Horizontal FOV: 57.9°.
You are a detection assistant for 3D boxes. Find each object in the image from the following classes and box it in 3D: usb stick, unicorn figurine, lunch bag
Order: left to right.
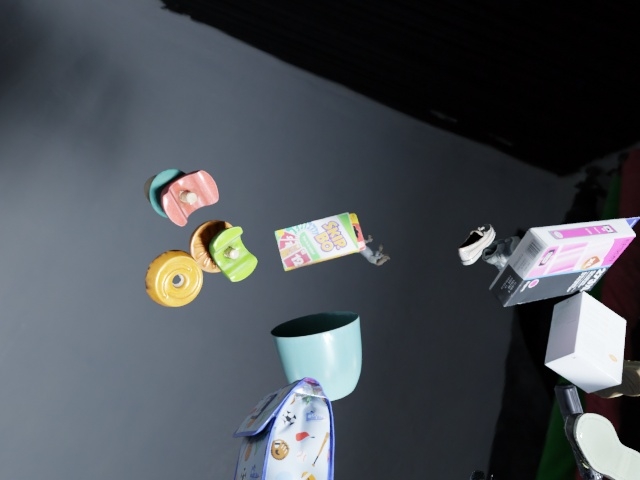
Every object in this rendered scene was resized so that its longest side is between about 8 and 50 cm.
[{"bbox_3d":[-0.108,0.585,1.587,0.328,0.239,0.385,137,-34,-60],"label":"lunch bag"},{"bbox_3d":[0.152,0.026,1.948,0.060,0.162,0.111,-32,169,-34],"label":"unicorn figurine"},{"bbox_3d":[0.738,0.547,1.657,0.077,0.045,0.278,141,-64,-70],"label":"usb stick"}]

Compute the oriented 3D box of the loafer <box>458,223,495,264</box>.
[{"bbox_3d":[0.318,-0.001,1.179,0.045,0.039,0.125,-7,-150,47],"label":"loafer"}]

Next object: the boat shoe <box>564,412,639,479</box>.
[{"bbox_3d":[0.472,0.356,0.991,0.068,0.228,0.081,4,-122,57],"label":"boat shoe"}]

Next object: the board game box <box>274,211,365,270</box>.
[{"bbox_3d":[0.000,0.000,1.773,0.039,0.259,0.124,96,-22,-75],"label":"board game box"}]

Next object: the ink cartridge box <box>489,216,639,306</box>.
[{"bbox_3d":[0.549,0.041,1.252,0.069,0.371,0.176,56,-40,36],"label":"ink cartridge box"}]

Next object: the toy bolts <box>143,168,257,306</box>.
[{"bbox_3d":[-0.262,-0.013,1.055,0.218,0.158,0.228,-35,120,-29],"label":"toy bolts"}]

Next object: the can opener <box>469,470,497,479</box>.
[{"bbox_3d":[0.475,0.768,1.667,0.280,0.093,0.074,-30,124,-74],"label":"can opener"}]

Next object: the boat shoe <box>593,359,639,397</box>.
[{"bbox_3d":[1.018,0.464,1.961,0.341,0.110,0.122,141,-66,-77],"label":"boat shoe"}]

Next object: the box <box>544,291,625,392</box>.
[{"bbox_3d":[0.590,0.226,1.287,0.091,0.130,0.170,-47,-168,53],"label":"box"}]

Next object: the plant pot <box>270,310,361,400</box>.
[{"bbox_3d":[0.003,0.381,1.875,0.293,0.293,0.235,-60,139,-83],"label":"plant pot"}]

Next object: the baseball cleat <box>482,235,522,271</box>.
[{"bbox_3d":[0.500,0.058,1.589,0.206,0.109,0.072,76,15,-47],"label":"baseball cleat"}]
